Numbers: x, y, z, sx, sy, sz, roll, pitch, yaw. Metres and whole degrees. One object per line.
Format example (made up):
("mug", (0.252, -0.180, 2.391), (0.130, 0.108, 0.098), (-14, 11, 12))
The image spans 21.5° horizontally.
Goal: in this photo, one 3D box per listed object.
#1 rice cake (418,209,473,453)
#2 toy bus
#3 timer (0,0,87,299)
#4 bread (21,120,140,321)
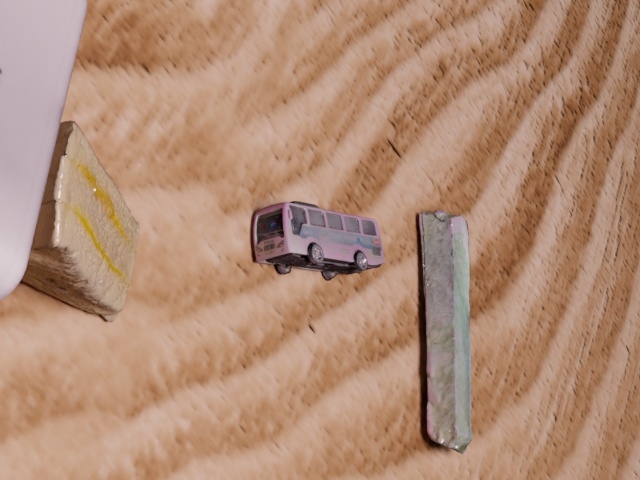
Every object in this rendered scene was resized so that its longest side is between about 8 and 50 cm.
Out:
("rice cake", (0.105, 0.074, 1.420), (0.043, 0.034, 0.211), (32, 53, -55))
("toy bus", (0.000, 0.000, 1.297), (0.131, 0.037, 0.052), (10, 69, -53))
("timer", (-0.259, -0.077, 0.831), (0.195, 0.194, 0.192), (38, 50, -43))
("bread", (-0.142, -0.008, 1.047), (0.152, 0.105, 0.077), (26, 65, -46))
